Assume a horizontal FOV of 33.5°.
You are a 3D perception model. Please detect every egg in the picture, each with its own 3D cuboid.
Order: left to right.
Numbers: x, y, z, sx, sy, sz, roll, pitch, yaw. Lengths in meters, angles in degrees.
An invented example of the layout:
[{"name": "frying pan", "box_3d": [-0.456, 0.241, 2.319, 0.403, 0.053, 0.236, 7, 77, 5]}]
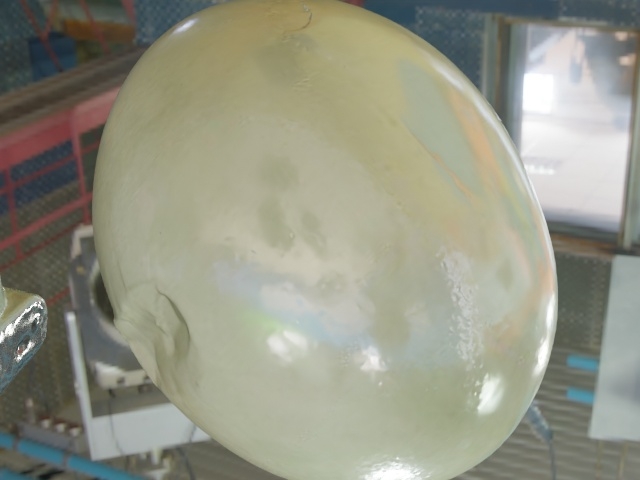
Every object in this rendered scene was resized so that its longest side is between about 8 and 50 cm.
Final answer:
[{"name": "egg", "box_3d": [0.000, 0.000, 0.540, 0.269, 0.219, 0.219, 47, -138, 11]}]

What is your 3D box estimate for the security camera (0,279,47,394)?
[{"name": "security camera", "box_3d": [-0.323, -0.002, 0.760, 0.191, 0.277, 0.197, 15, -144, 12]}]
